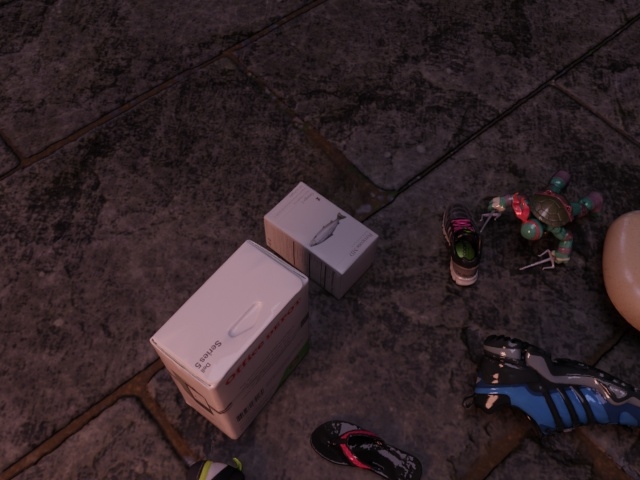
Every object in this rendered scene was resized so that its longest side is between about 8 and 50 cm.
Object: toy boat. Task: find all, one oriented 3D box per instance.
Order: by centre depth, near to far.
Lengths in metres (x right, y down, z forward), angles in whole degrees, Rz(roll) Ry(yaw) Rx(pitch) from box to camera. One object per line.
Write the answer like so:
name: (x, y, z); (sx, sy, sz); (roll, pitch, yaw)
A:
toy boat: (0.650, 0.078, 1.082); (0.319, 0.148, 0.267); (7, 54, 12)

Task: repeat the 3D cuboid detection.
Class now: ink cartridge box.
ink cartridge box: (-0.117, 0.155, 0.937); (0.115, 0.272, 0.198); (33, 64, 18)

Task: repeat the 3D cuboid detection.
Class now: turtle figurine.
turtle figurine: (0.411, -0.040, 1.153); (0.234, 0.118, 0.175); (-32, 79, -31)

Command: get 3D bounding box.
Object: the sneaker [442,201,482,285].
sneaker: (0.262, -0.007, 1.153); (0.063, 0.074, 0.170); (1, 59, 0)

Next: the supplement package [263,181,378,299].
supplement package: (0.000, 0.000, 1.129); (0.179, 0.105, 0.105); (36, 64, 18)

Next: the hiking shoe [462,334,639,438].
hiking shoe: (0.386, 0.254, 1.001); (0.304, 0.113, 0.132); (21, 91, 4)

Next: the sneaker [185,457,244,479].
sneaker: (-0.154, 0.423, 0.888); (0.097, 0.084, 0.234); (5, 59, 1)

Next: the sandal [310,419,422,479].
sandal: (0.072, 0.323, 0.973); (0.179, 0.040, 0.067); (19, 61, 10)
